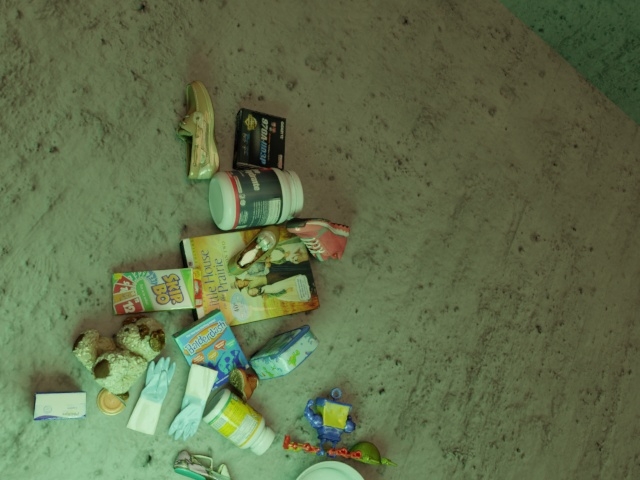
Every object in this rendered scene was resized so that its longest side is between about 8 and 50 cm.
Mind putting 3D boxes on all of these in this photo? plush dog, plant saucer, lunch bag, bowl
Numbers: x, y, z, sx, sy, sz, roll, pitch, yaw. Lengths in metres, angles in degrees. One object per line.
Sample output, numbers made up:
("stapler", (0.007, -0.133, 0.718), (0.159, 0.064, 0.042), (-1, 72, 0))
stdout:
("plush dog", (-0.533, 0.316, 1.637), (0.225, 0.263, 0.210), (-46, 127, -20))
("plant saucer", (-0.598, 0.459, 1.666), (0.084, 0.013, 0.083), (7, 73, -23))
("lunch bag", (-0.113, 0.348, 1.809), (0.176, 0.219, 0.090), (-37, 95, -36))
("bowl", (0.004, 0.830, 1.784), (0.298, 0.134, 0.297), (7, 74, -23))

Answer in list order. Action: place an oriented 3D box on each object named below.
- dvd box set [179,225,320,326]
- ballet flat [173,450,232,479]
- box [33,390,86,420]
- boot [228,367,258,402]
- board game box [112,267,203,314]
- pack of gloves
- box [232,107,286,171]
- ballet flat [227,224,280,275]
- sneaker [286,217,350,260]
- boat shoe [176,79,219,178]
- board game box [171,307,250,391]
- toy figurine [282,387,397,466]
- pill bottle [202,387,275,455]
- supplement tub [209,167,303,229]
("dvd box set", (-0.228, 0.116, 1.909), (0.421, 0.062, 0.307), (-8, 79, -27))
("ballet flat", (-0.327, 0.686, 1.708), (0.222, 0.077, 0.079), (34, 45, -13))
("box", (-0.698, 0.443, 1.552), (0.126, 0.137, 0.072), (5, 74, -24))
("boot", (-0.233, 0.430, 1.787), (0.059, 0.157, 0.085), (29, 52, 28))
("board game box", (-0.491, 0.153, 1.752), (0.260, 0.039, 0.124), (-4, 79, -12))
("pack of gloves", (-0.435, 0.463, 1.710), (0.195, 0.046, 0.231), (20, 86, -8))
("box", (-0.214, -0.343, 2.047), (0.175, 0.051, 0.220), (9, 72, -23))
("ballet flat", (-0.201, 0.029, 1.870), (0.080, 0.073, 0.232), (47, 61, -7))
("sneaker", (0.001, 0.000, 1.972), (0.314, 0.116, 0.136), (12, 81, -54))
("boat shoe", (-0.415, -0.370, 1.918), (0.110, 0.122, 0.340), (-6, 80, -28))
("board game box", (-0.331, 0.338, 1.764), (0.160, 0.047, 0.210), (-31, 108, -22))
("toy figurine", (0.073, 0.586, 1.861), (0.363, 0.191, 0.217), (18, 64, -21))
("pill bottle", (-0.242, 0.553, 1.751), (0.208, 0.118, 0.117), (41, 63, -10))
("supplement tub", (-0.214, -0.141, 1.911), (0.273, 0.191, 0.191), (-8, 80, -27))
